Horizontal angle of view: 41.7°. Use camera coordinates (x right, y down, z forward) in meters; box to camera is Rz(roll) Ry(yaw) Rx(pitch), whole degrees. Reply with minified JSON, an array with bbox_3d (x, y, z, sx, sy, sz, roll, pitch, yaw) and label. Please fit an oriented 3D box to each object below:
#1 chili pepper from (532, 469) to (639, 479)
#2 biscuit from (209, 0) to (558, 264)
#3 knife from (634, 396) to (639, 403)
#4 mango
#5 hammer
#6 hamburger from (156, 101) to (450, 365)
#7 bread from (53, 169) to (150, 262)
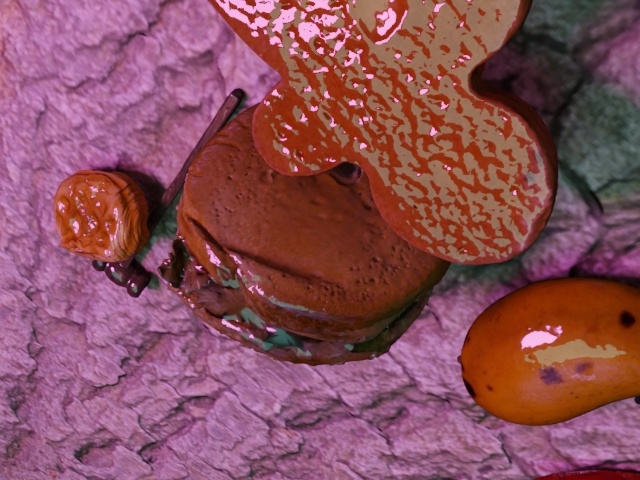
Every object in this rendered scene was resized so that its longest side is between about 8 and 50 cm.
[{"bbox_3d":[0.312,0.238,0.751,0.268,0.059,0.050,7,92,26],"label":"chili pepper"},{"bbox_3d":[0.027,-0.122,0.510,0.205,0.049,0.324,-38,95,35],"label":"biscuit"},{"bbox_3d":[0.280,0.032,0.601,0.044,0.026,0.296,23,137,25],"label":"knife"},{"bbox_3d":[0.187,0.083,0.646,0.115,0.090,0.178,48,134,-14],"label":"mango"},{"bbox_3d":[-0.136,-0.038,0.763,0.058,0.029,0.292,36,134,-7],"label":"hammer"},{"bbox_3d":[0.000,0.000,0.611,0.215,0.189,0.122,10,140,0],"label":"hamburger"},{"bbox_3d":[-0.202,-0.024,0.774,0.111,0.044,0.083,7,103,38],"label":"bread"}]
